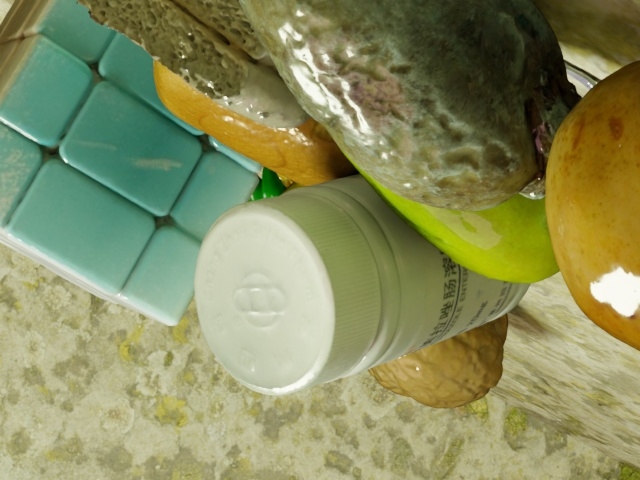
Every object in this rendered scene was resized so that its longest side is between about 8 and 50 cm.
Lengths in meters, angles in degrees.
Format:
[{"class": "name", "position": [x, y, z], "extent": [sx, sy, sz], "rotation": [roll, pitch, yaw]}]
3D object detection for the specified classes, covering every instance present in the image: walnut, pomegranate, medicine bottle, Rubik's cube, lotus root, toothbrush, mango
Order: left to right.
[{"class": "Rubik's cube", "position": [-0.277, -0.116, 1.527], "extent": [0.321, 0.316, 0.318], "rotation": [33, 170, -23]}, {"class": "medicine bottle", "position": [0.050, 0.027, 1.256], "extent": [0.190, 0.190, 0.332], "rotation": [21, -155, 39]}, {"class": "lotus root", "position": [0.050, -0.144, 0.861], "extent": [0.349, 0.175, 0.175], "rotation": [43, 165, -27]}, {"class": "walnut", "position": [0.186, 0.155, 2.005], "extent": [0.257, 0.257, 0.224], "rotation": [34, -159, -35]}, {"class": "mango", "position": [0.124, -0.070, 1.116], "extent": [0.273, 0.149, 0.185], "rotation": [35, 179, -10]}, {"class": "toothbrush", "position": [0.204, -0.127, 0.983], "extent": [0.131, 0.013, 0.011], "rotation": [30, 161, -6]}, {"class": "pomegranate", "position": [0.252, -0.017, 0.787], "extent": [0.233, 0.233, 0.233], "rotation": [27, 171, 5]}]

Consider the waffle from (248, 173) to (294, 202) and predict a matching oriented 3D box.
[{"class": "waffle", "position": [0.008, 0.020, 1.834], "extent": [0.065, 0.283, 0.310], "rotation": [63, -171, -62]}]

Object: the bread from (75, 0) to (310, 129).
[{"class": "bread", "position": [-0.085, -0.192, 1.053], "extent": [0.183, 0.102, 0.337], "rotation": [10, -156, -48]}]

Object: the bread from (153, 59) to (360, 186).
[{"class": "bread", "position": [-0.054, -0.147, 1.307], "extent": [0.245, 0.121, 0.174], "rotation": [31, 172, -6]}]

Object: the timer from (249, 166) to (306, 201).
[{"class": "timer", "position": [0.000, 0.000, 1.569], "extent": [0.285, 0.285, 0.285], "rotation": [27, 171, 5]}]
